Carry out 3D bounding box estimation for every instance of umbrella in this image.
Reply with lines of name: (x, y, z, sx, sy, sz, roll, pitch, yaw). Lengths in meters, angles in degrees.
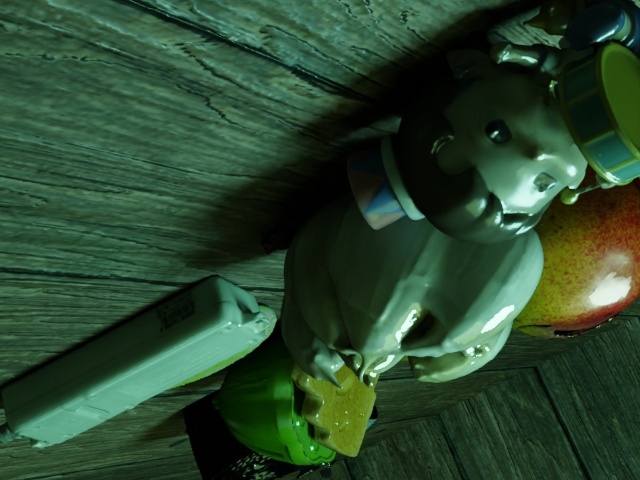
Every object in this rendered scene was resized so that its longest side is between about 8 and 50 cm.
umbrella: (0.000, 0.000, 1.270, 0.027, 0.025, 0.165, -7, 178, 42)

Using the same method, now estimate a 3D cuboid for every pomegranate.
pomegranate: (0.232, 0.001, 1.283, 0.235, 0.210, 0.210, -16, 163, -22)

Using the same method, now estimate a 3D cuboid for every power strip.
power strip: (-0.207, 0.136, 1.334, 0.338, 0.058, 0.098, -28, 155, 14)

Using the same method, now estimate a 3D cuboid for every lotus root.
lotus root: (-0.072, 0.216, 1.686, 0.186, 0.186, 0.186, -22, 165, -6)

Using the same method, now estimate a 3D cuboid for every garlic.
garlic: (0.061, 0.036, 1.126, 0.281, 0.185, 0.203, 3, -133, 36)

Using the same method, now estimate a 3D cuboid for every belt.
belt: (-0.054, 0.283, 1.895, 0.289, 0.164, 0.184, -24, 157, 2)

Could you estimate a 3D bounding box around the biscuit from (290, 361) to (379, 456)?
biscuit: (0.028, 0.180, 1.630, 0.041, 0.239, 0.212, 15, -149, 28)

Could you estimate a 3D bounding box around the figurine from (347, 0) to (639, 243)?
figurine: (0.148, -0.077, 0.960, 0.275, 0.161, 0.158, -30, -157, 41)

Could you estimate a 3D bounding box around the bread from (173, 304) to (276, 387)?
bread: (-0.154, 0.136, 1.487, 0.228, 0.034, 0.228, -23, 164, -7)

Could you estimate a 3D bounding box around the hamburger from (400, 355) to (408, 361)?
hamburger: (0.135, 0.056, 1.464, 0.308, 0.132, 0.211, -15, 160, -36)
